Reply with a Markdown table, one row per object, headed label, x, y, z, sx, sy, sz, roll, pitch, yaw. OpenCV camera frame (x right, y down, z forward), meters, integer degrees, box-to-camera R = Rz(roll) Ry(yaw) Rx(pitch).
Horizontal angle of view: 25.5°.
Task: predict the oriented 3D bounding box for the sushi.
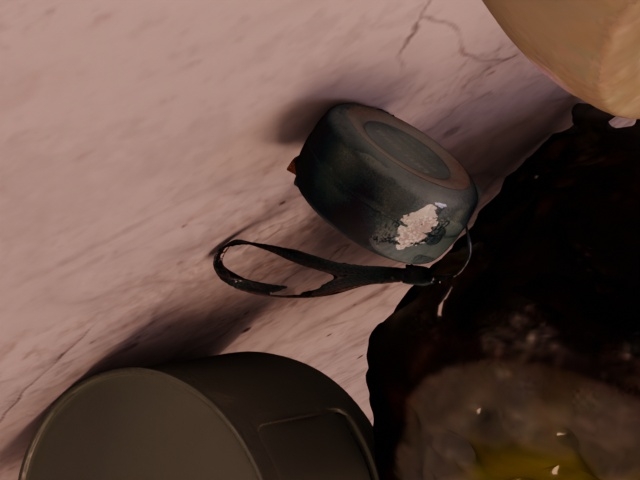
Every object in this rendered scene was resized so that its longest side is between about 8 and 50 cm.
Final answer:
| label | x | y | z | sx | sy | sz | roll | pitch | yaw |
| --- | --- | --- | --- | --- | --- | --- | --- | --- | --- |
| sushi | 0.201 | 0.092 | 0.933 | 0.294 | 0.299 | 0.281 | -50 | 167 | -42 |

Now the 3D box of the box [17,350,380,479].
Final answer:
| label | x | y | z | sx | sy | sz | roll | pitch | yaw |
| --- | --- | --- | --- | --- | --- | --- | --- | --- | --- |
| box | -0.077 | 0.192 | 0.969 | 0.226 | 0.226 | 0.149 | -41 | 159 | 29 |

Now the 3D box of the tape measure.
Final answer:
| label | x | y | z | sx | sy | sz | roll | pitch | yaw |
| --- | --- | --- | --- | --- | --- | --- | --- | --- | --- |
| tape measure | 0.002 | 0.004 | 0.787 | 0.180 | 0.104 | 0.107 | -42 | 163 | 28 |

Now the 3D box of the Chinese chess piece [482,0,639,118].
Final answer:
| label | x | y | z | sx | sy | sz | roll | pitch | yaw |
| --- | --- | --- | --- | --- | --- | --- | --- | --- | --- |
| Chinese chess piece | 0.202 | -0.189 | 0.540 | 0.338 | 0.140 | 0.338 | -27 | 161 | -10 |
